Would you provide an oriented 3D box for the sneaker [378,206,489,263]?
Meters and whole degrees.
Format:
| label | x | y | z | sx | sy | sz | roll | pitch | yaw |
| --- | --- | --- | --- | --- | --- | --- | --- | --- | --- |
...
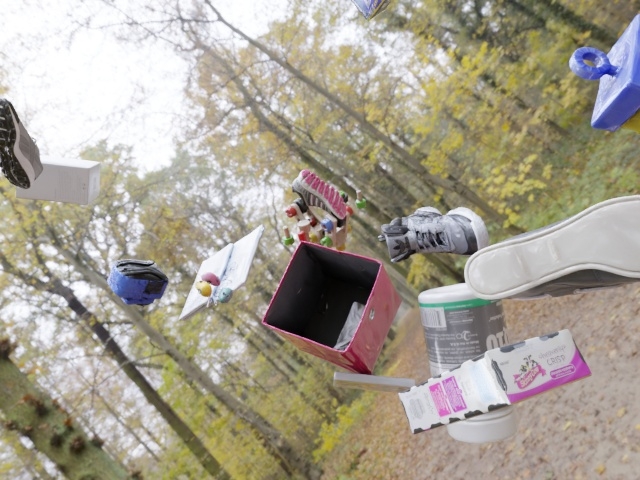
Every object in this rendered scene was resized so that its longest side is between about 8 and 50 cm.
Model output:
| label | x | y | z | sx | sy | sz | roll | pitch | yaw |
| --- | --- | --- | --- | --- | --- | --- | --- | --- | --- |
| sneaker | 0.219 | -0.001 | 0.996 | 0.153 | 0.101 | 0.268 | -21 | 13 | -13 |

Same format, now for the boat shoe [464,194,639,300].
| label | x | y | z | sx | sy | sz | roll | pitch | yaw |
| --- | --- | --- | --- | --- | --- | --- | --- | --- | --- |
| boat shoe | 0.374 | 0.017 | 0.682 | 0.335 | 0.112 | 0.095 | -18 | -18 | 34 |

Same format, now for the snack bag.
| label | x | y | z | sx | sy | sz | roll | pitch | yaw |
| --- | --- | --- | --- | --- | --- | --- | --- | --- | --- |
| snack bag | -0.353 | 0.113 | 1.746 | 0.342 | 0.037 | 0.323 | -30 | 29 | 29 |

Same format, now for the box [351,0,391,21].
| label | x | y | z | sx | sy | sz | roll | pitch | yaw |
| --- | --- | --- | --- | --- | --- | --- | --- | --- | --- |
| box | 0.118 | -0.457 | 0.821 | 0.054 | 0.059 | 0.169 | -43 | 5 | -27 |

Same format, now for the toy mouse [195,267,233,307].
| label | x | y | z | sx | sy | sz | roll | pitch | yaw |
| --- | --- | --- | --- | --- | --- | --- | --- | --- | --- |
| toy mouse | -0.298 | 0.131 | 1.394 | 0.143 | 0.161 | 0.031 | 13 | -62 | -51 |

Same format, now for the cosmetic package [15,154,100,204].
| label | x | y | z | sx | sy | sz | roll | pitch | yaw |
| --- | --- | --- | --- | --- | --- | --- | --- | --- | --- |
| cosmetic package | -0.928 | -0.220 | 1.725 | 0.224 | 0.224 | 0.138 | -137 | 53 | -69 |

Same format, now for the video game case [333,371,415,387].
| label | x | y | z | sx | sy | sz | roll | pitch | yaw |
| --- | --- | --- | --- | --- | --- | --- | --- | --- | --- |
| video game case | 0.142 | 0.395 | 1.338 | 0.193 | 0.212 | 0.023 | 87 | -171 | -68 |

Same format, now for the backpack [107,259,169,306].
| label | x | y | z | sx | sy | sz | roll | pitch | yaw |
| --- | --- | --- | --- | --- | --- | --- | --- | --- | --- |
| backpack | -0.444 | 0.103 | 1.158 | 0.120 | 0.098 | 0.101 | 15 | -77 | -51 |

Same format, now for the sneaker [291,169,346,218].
| label | x | y | z | sx | sy | sz | roll | pitch | yaw |
| --- | --- | --- | --- | --- | --- | --- | --- | --- | --- |
| sneaker | -0.007 | -0.109 | 1.240 | 0.074 | 0.170 | 0.063 | -26 | 36 | 42 |

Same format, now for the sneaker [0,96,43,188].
| label | x | y | z | sx | sy | sz | roll | pitch | yaw |
| --- | --- | --- | --- | --- | --- | --- | --- | --- | --- |
| sneaker | -0.865 | -0.282 | 1.369 | 0.108 | 0.100 | 0.272 | -74 | -5 | -48 |

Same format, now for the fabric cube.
| label | x | y | z | sx | sy | sz | roll | pitch | yaw |
| --- | --- | --- | --- | --- | --- | --- | --- | --- | --- |
| fabric cube | 0.044 | 0.192 | 1.323 | 0.254 | 0.259 | 0.258 | -65 | -30 | -20 |

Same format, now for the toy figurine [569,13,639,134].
| label | x | y | z | sx | sy | sz | roll | pitch | yaw |
| --- | --- | --- | --- | --- | --- | --- | --- | --- | --- |
| toy figurine | 0.339 | -0.111 | 0.498 | 0.363 | 0.217 | 0.191 | -64 | 1 | -24 |

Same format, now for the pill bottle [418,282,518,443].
| label | x | y | z | sx | sy | sz | roll | pitch | yaw |
| --- | --- | --- | --- | --- | --- | --- | --- | --- | --- |
| pill bottle | 0.375 | 0.296 | 1.213 | 0.204 | 0.361 | 0.204 | -10 | -1 | 0 |

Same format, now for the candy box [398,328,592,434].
| label | x | y | z | sx | sy | sz | roll | pitch | yaw |
| --- | --- | --- | --- | --- | --- | --- | --- | --- | --- |
| candy box | 0.243 | 0.213 | 0.709 | 0.159 | 0.071 | 0.233 | -7 | -26 | -26 |

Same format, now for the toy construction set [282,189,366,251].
| label | x | y | z | sx | sy | sz | roll | pitch | yaw |
| --- | --- | --- | --- | --- | --- | --- | --- | --- | --- |
| toy construction set | 0.000 | 0.000 | 1.638 | 0.309 | 0.257 | 0.237 | -54 | -41 | -50 |
